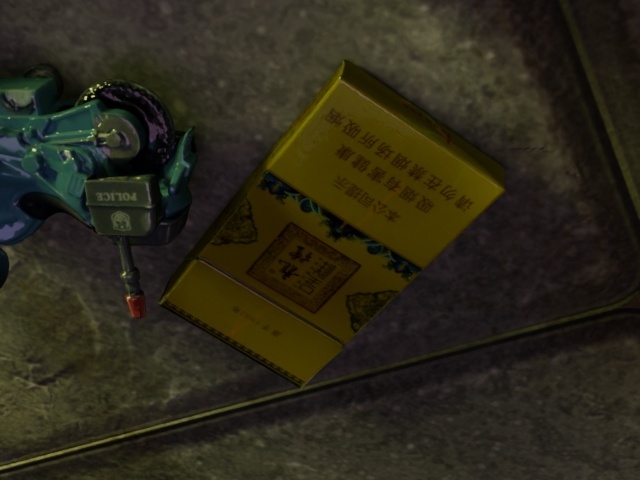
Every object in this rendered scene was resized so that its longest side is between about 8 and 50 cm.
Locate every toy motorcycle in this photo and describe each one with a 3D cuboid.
[{"bbox_3d":[-0.224,-0.037,0.706,0.272,0.123,0.182,1,116,10],"label":"toy motorcycle"}]

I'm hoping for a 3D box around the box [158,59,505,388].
[{"bbox_3d":[0.001,0.000,0.744,0.153,0.041,0.279,32,125,-16],"label":"box"}]
